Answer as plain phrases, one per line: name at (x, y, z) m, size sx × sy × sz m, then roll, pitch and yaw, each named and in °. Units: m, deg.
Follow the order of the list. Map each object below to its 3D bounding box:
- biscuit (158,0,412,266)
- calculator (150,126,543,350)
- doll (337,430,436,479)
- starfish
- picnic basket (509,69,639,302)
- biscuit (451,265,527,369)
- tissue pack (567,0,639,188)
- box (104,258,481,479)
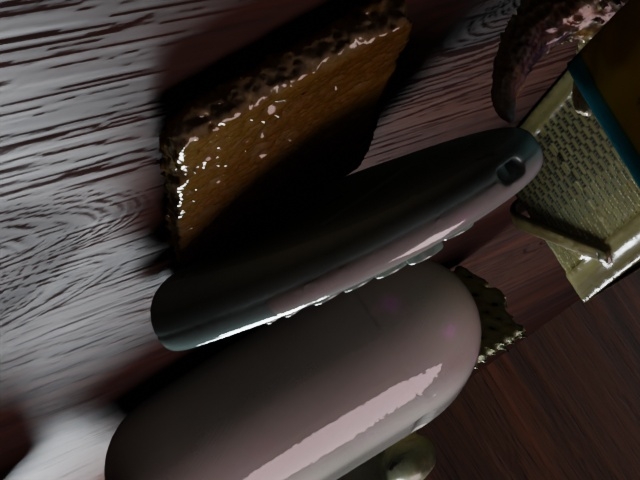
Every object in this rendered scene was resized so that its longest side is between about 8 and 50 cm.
biscuit at (-0.023, -0.050, 0.773) m, size 0.131 × 0.025 × 0.231 m, roll -30°, pitch 170°, yaw -13°
calculator at (0.000, 0.000, 0.870) m, size 0.295 × 0.042 × 0.184 m, roll -21°, pitch -170°, yaw 46°
doll at (-0.084, 0.296, 1.783) m, size 0.378 × 0.252 × 0.382 m, roll 8°, pitch 147°, yaw -22°
starfish at (0.181, -0.149, 0.838) m, size 0.216 × 0.071 × 0.238 m, roll -24°, pitch 157°, yaw -17°
picnic basket at (0.258, -0.079, 1.148) m, size 0.165 × 0.139 × 0.267 m, roll -28°, pitch 168°, yaw -25°
biscuit at (0.123, 0.094, 1.574) m, size 0.203 × 0.144 × 0.016 m, roll -27°, pitch 128°, yaw -33°
tissue pack at (0.275, -0.030, 0.773) m, size 0.192 × 0.271 × 0.134 m, roll -20°, pitch 165°, yaw -46°
box at (-0.021, 0.147, 1.347) m, size 0.349 × 0.141 × 0.289 m, roll -31°, pitch 168°, yaw -5°
